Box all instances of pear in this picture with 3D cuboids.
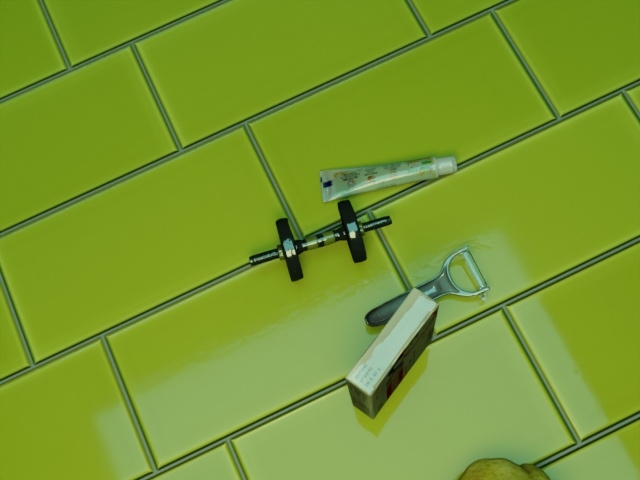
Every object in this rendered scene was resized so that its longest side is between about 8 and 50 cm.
[{"bbox_3d":[0.349,0.551,1.740,0.271,0.271,0.271,-1,72,4],"label":"pear"}]

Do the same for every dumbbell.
[{"bbox_3d":[0.000,0.000,2.000,0.325,0.143,0.143,-16,71,-1],"label":"dumbbell"}]

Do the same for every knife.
[{"bbox_3d":[0.226,0.128,1.989,0.278,0.053,0.123,-26,76,-3],"label":"knife"}]

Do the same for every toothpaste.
[{"bbox_3d":[0.156,-0.149,2.088,0.314,0.058,0.056,-9,115,5],"label":"toothpaste"}]

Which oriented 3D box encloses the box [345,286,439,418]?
[{"bbox_3d":[0.142,0.233,1.802,0.069,0.353,0.214,35,77,16],"label":"box"}]
